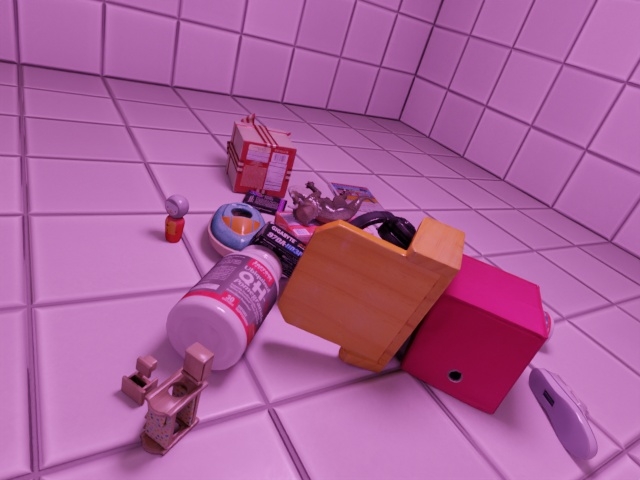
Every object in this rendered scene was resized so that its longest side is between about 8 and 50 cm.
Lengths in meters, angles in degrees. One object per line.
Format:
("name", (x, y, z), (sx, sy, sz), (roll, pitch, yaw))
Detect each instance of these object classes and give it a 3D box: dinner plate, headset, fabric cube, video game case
("dinner plate", (-0.073, -0.213, 1.869), (0.141, 0.017, 0.141), (13, 28, -7))
("headset", (0.216, 0.018, 1.394), (0.393, 0.244, 0.185), (9, 30, -27))
("fabric cube", (0.389, 0.223, 1.106), (0.254, 0.258, 0.259), (25, 29, 12))
("video game case", (0.168, -0.182, 1.942), (0.203, 0.025, 0.285), (5, 31, -22))

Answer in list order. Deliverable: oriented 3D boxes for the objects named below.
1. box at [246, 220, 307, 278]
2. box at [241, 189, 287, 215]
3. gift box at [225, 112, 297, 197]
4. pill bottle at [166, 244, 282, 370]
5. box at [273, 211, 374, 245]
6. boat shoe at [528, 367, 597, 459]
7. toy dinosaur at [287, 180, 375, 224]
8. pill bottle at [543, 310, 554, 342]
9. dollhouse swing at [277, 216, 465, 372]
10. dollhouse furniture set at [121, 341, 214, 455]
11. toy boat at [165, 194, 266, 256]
("box", (-0.085, 0.047, 1.180), (0.220, 0.175, 0.051), (34, 65, -12))
("box", (-0.213, -0.143, 1.651), (0.162, 0.029, 0.116), (17, 27, -5))
("gift box", (-0.238, -0.354, 1.765), (0.255, 0.277, 0.258), (9, 28, -26))
("pill bottle", (-0.201, 0.134, 1.009), (0.176, 0.176, 0.318), (21, 28, 5))
("box", (0.000, 0.000, 1.398), (0.299, 0.142, 0.154), (-3, 35, -34))
("boat shoe", (0.617, 0.417, 1.063), (0.084, 0.095, 0.258), (9, 30, -7))
("toy dinosaur", (0.025, -0.100, 1.352), (0.313, 0.121, 0.160), (11, 39, -22))
("pill bottle", (0.616, 0.251, 1.343), (0.180, 0.108, 0.108), (17, 28, 0))
("dollhouse swing", (0.119, 0.086, 1.055), (0.304, 0.347, 0.315), (31, 30, 7))
("dollhouse furniture set", (-0.293, 0.247, 0.750), (0.160, 0.182, 0.101), (28, 30, 17))
("toy boat", (-0.308, -0.049, 1.304), (0.318, 0.148, 0.267), (7, 30, -20))
